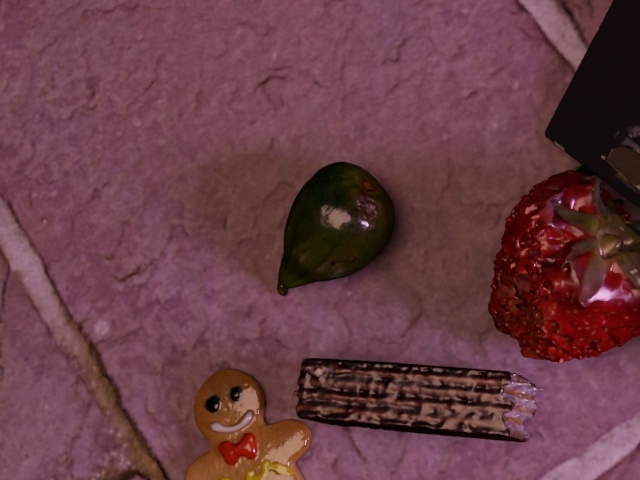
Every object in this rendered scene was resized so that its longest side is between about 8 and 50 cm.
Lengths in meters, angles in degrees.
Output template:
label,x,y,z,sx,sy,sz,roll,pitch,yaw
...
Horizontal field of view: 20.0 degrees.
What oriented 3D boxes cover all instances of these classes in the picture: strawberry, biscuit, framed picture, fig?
label,x,y,z,sx,sy,sz,roll,pitch,yaw
strawberry,0.256,0.038,1.859,0.201,0.187,0.184,-49,27,37
biscuit,-0.077,0.256,2.018,0.158,0.035,0.240,-27,75,13
biscuit,0.106,0.168,1.921,0.252,0.106,0.070,3,82,20
framed picture,0.373,-0.190,1.829,0.244,0.013,0.323,44,116,43
fig,0.000,0.000,1.991,0.177,0.117,0.117,-45,70,21

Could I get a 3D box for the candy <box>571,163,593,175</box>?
label,x,y,z,sx,sy,sz,roll,pitch,yaw
candy,0.376,-0.160,1.871,0.323,0.097,0.097,-41,71,25
